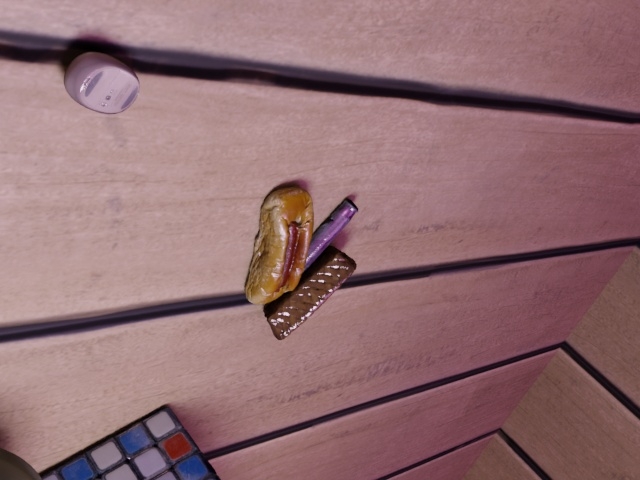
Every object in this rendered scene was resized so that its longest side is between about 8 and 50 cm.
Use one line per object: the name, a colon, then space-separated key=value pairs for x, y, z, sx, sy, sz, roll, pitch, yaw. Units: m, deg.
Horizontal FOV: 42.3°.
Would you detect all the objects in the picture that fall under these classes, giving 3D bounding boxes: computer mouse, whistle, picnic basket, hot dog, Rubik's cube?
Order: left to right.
computer mouse: x=-0.250 y=-0.180 z=0.937 sx=0.066 sy=0.039 sz=0.096 roll=-51 pitch=156 yaw=12
Rubik's cube: x=-0.312 y=0.527 z=1.460 sx=0.287 sy=0.293 sz=0.291 roll=-27 pitch=147 yaw=-27
hot dog: x=-0.064 y=0.022 z=1.358 sx=0.084 sy=0.073 sz=0.242 roll=-13 pitch=137 yaw=-33
picnic basket: x=-0.024 y=0.088 z=1.463 sx=0.193 sy=0.055 sz=0.110 roll=-46 pitch=-168 yaw=0
whistle: x=0.000 y=0.000 z=1.442 sx=0.176 sy=0.033 sz=0.033 roll=-48 pitch=149 yaw=5

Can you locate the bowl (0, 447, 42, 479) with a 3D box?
bowl: x=-0.495 y=0.406 z=1.141 sx=0.185 sy=0.354 sz=0.353 roll=-77 pitch=-173 yaw=-55
